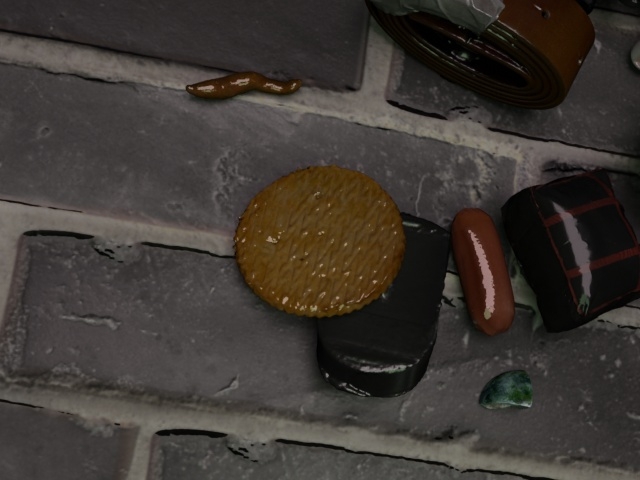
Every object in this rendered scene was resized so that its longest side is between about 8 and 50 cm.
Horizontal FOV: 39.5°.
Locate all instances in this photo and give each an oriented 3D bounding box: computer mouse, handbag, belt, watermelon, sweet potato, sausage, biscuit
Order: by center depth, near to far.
[{"bbox_3d":[0.000,0.000,1.281,0.254,0.035,0.253,-2,58,2],"label":"biscuit"},{"bbox_3d":[0.092,0.093,1.288,0.168,0.087,0.295,13,60,9],"label":"computer mouse"},{"bbox_3d":[0.277,0.231,1.306,0.085,0.085,0.061,-41,115,-14],"label":"watermelon"},{"bbox_3d":[0.379,0.011,1.308,0.169,0.155,0.215,-15,78,-24],"label":"handbag"},{"bbox_3d":[0.240,0.045,1.322,0.077,0.077,0.194,-10,80,-10],"label":"sausage"},{"bbox_3d":[0.232,-0.326,1.332,0.339,0.217,0.122,30,75,2],"label":"belt"},{"bbox_3d":[-0.117,-0.237,1.358,0.179,0.044,0.044,-6,78,-16],"label":"sweet potato"}]

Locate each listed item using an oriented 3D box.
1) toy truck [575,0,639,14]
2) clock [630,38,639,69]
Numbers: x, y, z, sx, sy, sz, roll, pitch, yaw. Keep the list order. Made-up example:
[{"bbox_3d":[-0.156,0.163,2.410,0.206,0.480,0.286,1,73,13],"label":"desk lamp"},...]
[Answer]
[{"bbox_3d":[0.436,-0.455,1.388,0.165,0.224,0.147,30,74,-44],"label":"toy truck"},{"bbox_3d":[0.693,-0.393,1.439,0.342,0.184,0.325,25,71,-6],"label":"clock"}]
